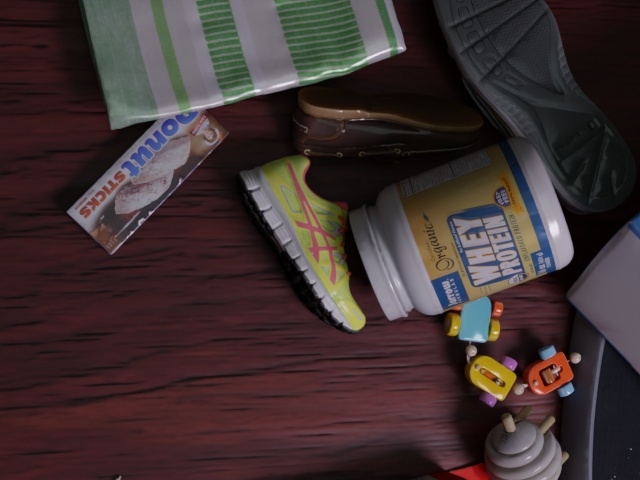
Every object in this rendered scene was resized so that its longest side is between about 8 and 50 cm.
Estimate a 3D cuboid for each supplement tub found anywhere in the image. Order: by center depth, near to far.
[{"bbox_3d":[0.143,-0.009,1.119,0.199,0.144,0.144,-21,91,7],"label":"supplement tub"}]

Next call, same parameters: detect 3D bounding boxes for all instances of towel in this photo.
[{"bbox_3d":[-0.091,-0.269,1.147,0.324,0.038,0.248,-14,82,-12],"label":"towel"}]

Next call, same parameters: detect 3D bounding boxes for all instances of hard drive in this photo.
[{"bbox_3d":[0.356,0.209,1.213,0.171,0.054,0.255,6,85,-11],"label":"hard drive"}]

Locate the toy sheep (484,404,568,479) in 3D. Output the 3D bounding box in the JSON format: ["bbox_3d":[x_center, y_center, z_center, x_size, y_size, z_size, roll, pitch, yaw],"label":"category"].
[{"bbox_3d":[0.217,0.230,1.166,0.091,0.091,0.132,-35,118,-12],"label":"toy sheep"}]

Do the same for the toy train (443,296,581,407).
[{"bbox_3d":[0.203,0.112,1.195,0.125,0.046,0.166,-31,96,-14],"label":"toy train"}]

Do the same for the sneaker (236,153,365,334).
[{"bbox_3d":[0.000,0.000,1.140,0.094,0.081,0.209,-31,92,-14],"label":"sneaker"}]

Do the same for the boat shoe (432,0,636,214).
[{"bbox_3d":[0.223,-0.166,1.196,0.118,0.103,0.320,-36,90,-10],"label":"boat shoe"}]

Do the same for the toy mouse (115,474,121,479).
[{"bbox_3d":[-0.221,0.309,1.097,0.161,0.031,0.143,19,83,-10],"label":"toy mouse"}]

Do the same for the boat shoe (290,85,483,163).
[{"bbox_3d":[0.070,-0.119,1.174,0.206,0.073,0.073,5,122,-8],"label":"boat shoe"}]

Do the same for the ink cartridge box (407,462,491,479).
[{"bbox_3d":[0.096,0.326,1.139,0.230,0.078,0.134,-13,89,-13],"label":"ink cartridge box"}]

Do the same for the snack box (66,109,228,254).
[{"bbox_3d":[-0.179,-0.071,1.136,0.064,0.022,0.178,44,79,-5],"label":"snack box"}]

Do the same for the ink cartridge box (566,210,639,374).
[{"bbox_3d":[0.440,0.016,1.131,0.270,0.197,0.198,-37,74,-21],"label":"ink cartridge box"}]
